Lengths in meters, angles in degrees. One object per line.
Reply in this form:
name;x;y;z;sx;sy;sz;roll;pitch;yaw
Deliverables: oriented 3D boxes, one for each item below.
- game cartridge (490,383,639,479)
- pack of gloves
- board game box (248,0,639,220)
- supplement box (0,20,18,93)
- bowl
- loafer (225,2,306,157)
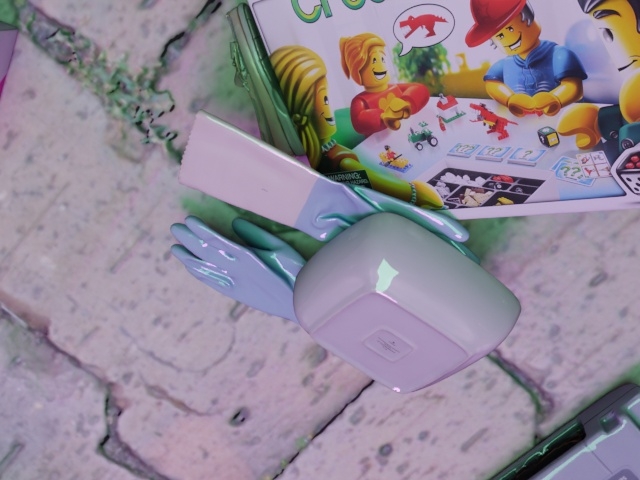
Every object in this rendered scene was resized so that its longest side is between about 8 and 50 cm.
game cartridge;0.213;0.281;0.766;0.297;0.062;0.198;-41;102;14
pack of gloves;0.000;0.000;0.688;0.232;0.046;0.195;24;141;-3
board game box;0.098;-0.110;0.575;0.305;0.053;0.193;-3;115;45
supplement box;-0.363;-0.146;0.672;0.220;0.114;0.111;20;105;-2
bowl;0.055;0.056;0.649;0.142;0.053;0.142;35;139;-13
loafer;-0.049;-0.117;0.688;0.039;0.045;0.125;-20;105;17
